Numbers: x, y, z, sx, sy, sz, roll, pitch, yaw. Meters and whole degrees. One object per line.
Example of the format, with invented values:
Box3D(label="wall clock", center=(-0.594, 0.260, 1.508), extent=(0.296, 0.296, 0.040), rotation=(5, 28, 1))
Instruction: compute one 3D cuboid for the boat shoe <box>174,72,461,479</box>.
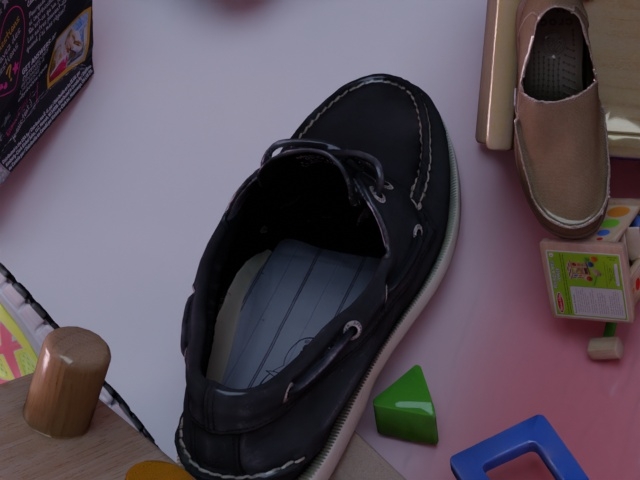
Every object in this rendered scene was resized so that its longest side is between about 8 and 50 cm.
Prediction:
Box3D(label="boat shoe", center=(-0.004, 0.000, 1.093), extent=(0.127, 0.113, 0.340), rotation=(12, 50, 22))

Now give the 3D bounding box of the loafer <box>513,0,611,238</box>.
Box3D(label="loafer", center=(0.135, -0.073, 1.065), extent=(0.056, 0.050, 0.148), rotation=(-9, 94, 9))

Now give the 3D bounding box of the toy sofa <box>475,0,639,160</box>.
Box3D(label="toy sofa", center=(0.282, -0.117, 1.156), extent=(0.363, 0.177, 0.150), rotation=(5, 96, 6))

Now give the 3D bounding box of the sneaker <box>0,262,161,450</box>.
Box3D(label="sneaker", center=(-0.184, 0.082, 1.076), extent=(0.094, 0.081, 0.208), rotation=(-40, 78, -6))

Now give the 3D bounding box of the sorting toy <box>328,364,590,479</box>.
Box3D(label="sorting toy", center=(-0.010, 0.203, 1.022), extent=(0.348, 0.047, 0.196), rotation=(-36, 55, -21))

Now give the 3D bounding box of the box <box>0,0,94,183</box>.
Box3D(label="box", center=(-0.290, -0.151, 1.187), extent=(0.247, 0.142, 0.163), rotation=(17, 43, 14))

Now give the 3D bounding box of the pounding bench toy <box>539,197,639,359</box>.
Box3D(label="pounding bench toy", center=(0.173, 0.023, 1.120), extent=(0.052, 0.083, 0.065), rotation=(3, 30, 30))

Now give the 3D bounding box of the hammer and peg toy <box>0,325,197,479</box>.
Box3D(label="hammer and peg toy", center=(-0.172, 0.174, 0.849), extent=(0.266, 0.127, 0.361), rotation=(36, 32, 27))
